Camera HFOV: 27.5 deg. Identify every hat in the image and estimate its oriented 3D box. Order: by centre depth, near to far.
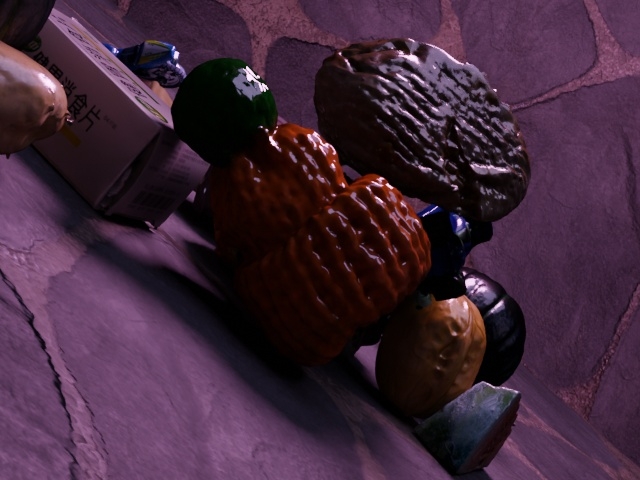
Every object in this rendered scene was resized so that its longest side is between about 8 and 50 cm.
[{"bbox_3d":[-0.064,-0.034,1.712,0.400,0.285,0.285,42,7,-6],"label":"hat"}]

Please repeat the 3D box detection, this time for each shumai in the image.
[{"bbox_3d":[0.106,-0.128,1.888,0.346,0.217,0.283,30,-29,-18],"label":"shumai"}]

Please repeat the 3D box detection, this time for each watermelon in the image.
[{"bbox_3d":[0.241,0.289,1.993,0.094,0.154,0.241,44,-5,24],"label":"watermelon"}]

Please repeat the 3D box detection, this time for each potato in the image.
[{"bbox_3d":[-0.396,-0.171,1.466,0.161,0.128,0.234,26,0,41],"label":"potato"}]

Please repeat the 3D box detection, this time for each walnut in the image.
[{"bbox_3d":[0.166,0.170,1.973,0.159,0.207,0.159,24,-11,5],"label":"walnut"}]

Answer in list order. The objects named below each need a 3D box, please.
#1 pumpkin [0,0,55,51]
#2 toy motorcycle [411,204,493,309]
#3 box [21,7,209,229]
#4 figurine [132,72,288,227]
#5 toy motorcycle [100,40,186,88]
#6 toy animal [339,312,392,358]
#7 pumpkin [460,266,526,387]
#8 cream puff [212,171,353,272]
[{"bbox_3d":[-0.476,-0.354,1.601,0.323,0.241,0.323,35,22,-17],"label":"pumpkin"},{"bbox_3d":[0.167,0.002,1.991,0.331,0.196,0.125,-67,141,-78],"label":"toy motorcycle"},{"bbox_3d":[-0.315,-0.174,1.778,0.333,0.145,0.173,44,10,20],"label":"box"},{"bbox_3d":[-0.208,-0.136,2.111,0.365,0.206,0.218,18,17,-7],"label":"figurine"},{"bbox_3d":[-0.345,-0.293,2.170,0.254,0.092,0.135,2,-23,19],"label":"toy motorcycle"},{"bbox_3d":[0.031,0.120,1.998,0.125,0.127,0.251,49,22,9],"label":"toy animal"},{"bbox_3d":[0.223,0.175,2.306,0.248,0.248,0.248,40,7,-6],"label":"pumpkin"},{"bbox_3d":[-0.056,-0.039,1.953,0.240,0.240,0.164,30,24,-55],"label":"cream puff"}]
